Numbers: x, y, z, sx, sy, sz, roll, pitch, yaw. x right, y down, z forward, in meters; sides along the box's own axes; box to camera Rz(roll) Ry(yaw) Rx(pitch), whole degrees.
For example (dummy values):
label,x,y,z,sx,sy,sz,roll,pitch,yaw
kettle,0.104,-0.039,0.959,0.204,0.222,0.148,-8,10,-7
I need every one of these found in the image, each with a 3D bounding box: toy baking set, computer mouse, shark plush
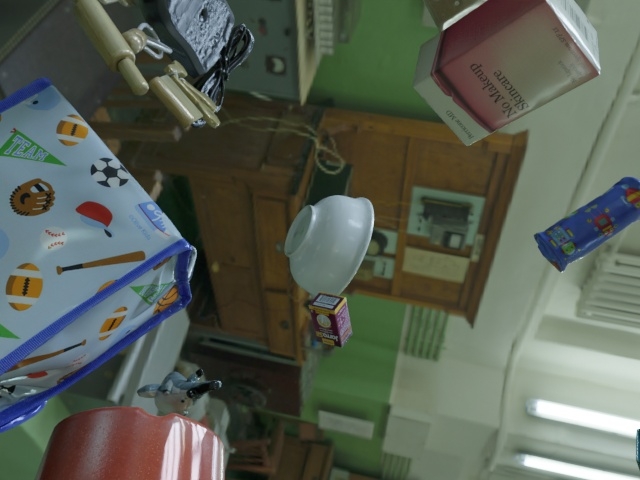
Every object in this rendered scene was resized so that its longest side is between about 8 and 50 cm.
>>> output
label,x,y,z,sx,sy,sz,roll,pitch,yaw
toy baking set,-0.205,-0.214,0.773,0.030,0.256,0.197,-39,166,11
computer mouse,-0.188,-0.301,0.951,0.188,0.072,0.272,-62,162,-18
shark plush,-0.186,0.194,0.915,0.067,0.073,0.161,-49,-174,-37

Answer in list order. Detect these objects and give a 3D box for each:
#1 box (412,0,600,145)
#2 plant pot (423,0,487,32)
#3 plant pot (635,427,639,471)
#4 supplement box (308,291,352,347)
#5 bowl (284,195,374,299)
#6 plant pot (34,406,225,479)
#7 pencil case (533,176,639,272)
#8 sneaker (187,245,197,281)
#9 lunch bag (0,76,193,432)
label,x,y,z,sx,sy,sz,roll,pitch,yaw
box,0.279,-0.276,1.033,0.232,0.149,0.126,-28,-148,38
plant pot,0.216,-0.404,1.106,0.109,0.109,0.096,60,23,-8
plant pot,0.801,0.543,1.478,0.165,0.166,0.234,-22,97,-63
supplement box,0.018,0.138,1.186,0.043,0.055,0.083,-47,136,-44
bowl,0.000,0.000,1.721,0.298,0.134,0.297,-51,-156,33
plant pot,-0.211,0.338,0.716,0.272,0.273,0.265,89,0,-50
pencil case,0.700,-0.043,1.746,0.119,0.306,0.133,57,1,-3
sneaker,-0.368,0.002,1.478,0.099,0.153,0.282,5,56,-56
lunch bag,-0.411,0.041,0.865,0.385,0.328,0.239,-37,163,-25
